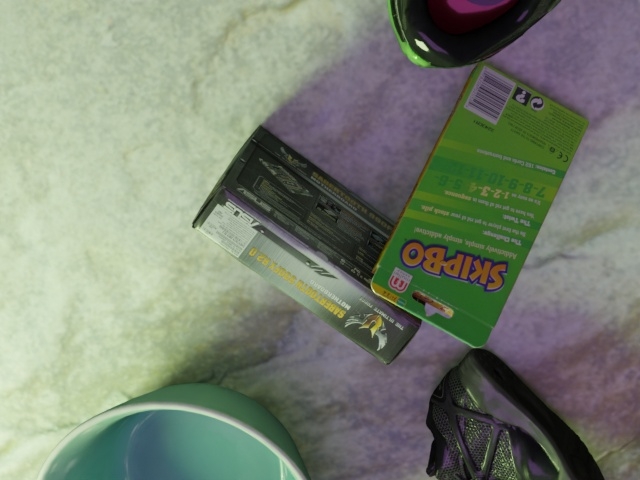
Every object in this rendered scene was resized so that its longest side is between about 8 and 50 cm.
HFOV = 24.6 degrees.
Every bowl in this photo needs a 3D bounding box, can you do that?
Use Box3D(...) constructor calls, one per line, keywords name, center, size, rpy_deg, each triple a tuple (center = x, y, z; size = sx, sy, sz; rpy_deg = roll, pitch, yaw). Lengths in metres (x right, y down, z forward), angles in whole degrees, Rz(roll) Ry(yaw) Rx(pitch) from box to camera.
Box3D(name="bowl", center=(-0.137, 0.276, 1.567), size=(0.311, 0.163, 0.312), rpy_deg=(3, 112, 7))

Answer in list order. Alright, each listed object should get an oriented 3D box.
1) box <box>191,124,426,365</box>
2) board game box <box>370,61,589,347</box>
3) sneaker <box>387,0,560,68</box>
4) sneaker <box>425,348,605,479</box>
Box3D(name="box", center=(0.000, 0.000, 1.432), size=(0.231, 0.183, 0.056), rpy_deg=(36, 113, -7))
Box3D(name="board game box", center=(0.149, -0.033, 1.394), size=(0.124, 0.039, 0.259), rpy_deg=(29, 69, -4))
Box3D(name="sneaker", center=(0.227, -0.334, 1.261), size=(0.185, 0.202, 0.483), rpy_deg=(30, 112, -4))
Box3D(name="sneaker", center=(0.199, 0.233, 1.539), size=(0.227, 0.087, 0.130), rpy_deg=(44, 115, 1))
